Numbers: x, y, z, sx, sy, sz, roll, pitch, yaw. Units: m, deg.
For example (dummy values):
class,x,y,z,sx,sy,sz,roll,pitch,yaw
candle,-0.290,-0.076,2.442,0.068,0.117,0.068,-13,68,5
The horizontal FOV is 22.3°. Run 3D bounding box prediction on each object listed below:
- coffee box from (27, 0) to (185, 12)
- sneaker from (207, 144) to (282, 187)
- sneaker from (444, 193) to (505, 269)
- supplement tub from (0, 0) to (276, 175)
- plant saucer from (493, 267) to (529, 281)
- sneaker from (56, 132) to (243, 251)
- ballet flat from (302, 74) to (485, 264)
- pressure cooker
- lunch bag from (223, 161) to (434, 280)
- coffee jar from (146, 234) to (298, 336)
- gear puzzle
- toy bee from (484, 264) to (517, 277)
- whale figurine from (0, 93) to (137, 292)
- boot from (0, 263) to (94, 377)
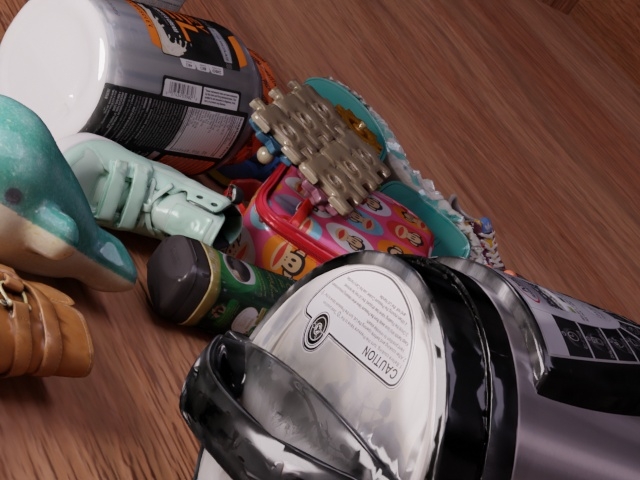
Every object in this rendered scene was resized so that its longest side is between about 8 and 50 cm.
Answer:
class,x,y,z,sx,sy,sz,roll,pitch,yaw
coffee box,-0.259,-0.309,2.019,0.098,0.246,0.141,10,34,-51
sneaker,-0.077,-0.120,2.139,0.069,0.082,0.209,39,20,14
sneaker,0.226,0.015,2.311,0.185,0.084,0.069,43,22,17
supplement tub,-0.206,-0.178,1.904,0.316,0.193,0.193,7,36,-53
plant saucer,0.267,0.099,2.216,0.168,0.029,0.168,27,38,-23
sneaker,-0.186,-0.045,1.741,0.151,0.094,0.256,24,10,32
ballet flat,0.083,-0.051,2.218,0.147,0.147,0.409,10,36,-49
pressure cooker,0.089,0.210,1.308,0.420,0.370,0.375,23,54,-29
lunch bag,0.000,0.000,1.967,0.258,0.120,0.293,31,20,-1
coffee jar,-0.095,0.062,1.726,0.184,0.079,0.096,24,24,-31
gear puzzle,0.003,-0.117,1.990,0.175,0.044,0.339,47,20,0
toy bee,0.165,0.112,1.819,0.195,0.162,0.298,-3,48,-23
whale figurine,-0.281,-0.046,1.560,0.272,0.141,0.216,32,-5,-40
boot,-0.290,0.092,1.363,0.220,0.109,0.283,25,16,-36
